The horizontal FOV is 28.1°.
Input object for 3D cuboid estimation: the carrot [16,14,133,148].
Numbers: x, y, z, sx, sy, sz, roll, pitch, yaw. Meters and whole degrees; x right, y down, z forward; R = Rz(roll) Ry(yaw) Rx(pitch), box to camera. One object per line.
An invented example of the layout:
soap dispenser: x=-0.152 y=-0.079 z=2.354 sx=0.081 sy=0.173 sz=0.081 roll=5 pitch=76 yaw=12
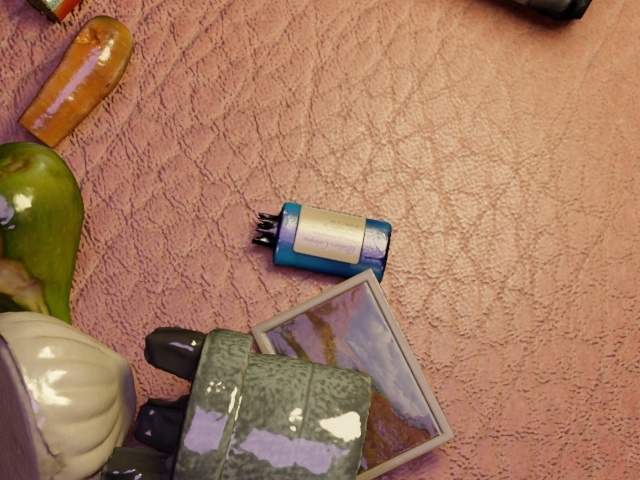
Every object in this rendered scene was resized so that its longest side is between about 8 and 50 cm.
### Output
carrot: x=-0.322 y=-0.211 z=1.713 sx=0.087 sy=0.087 sz=0.193 roll=30 pitch=78 yaw=2

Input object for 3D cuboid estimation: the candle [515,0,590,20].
candle: x=0.253 y=-0.452 z=1.753 sx=0.342 sy=0.221 sz=0.221 roll=25 pitch=76 yaw=3

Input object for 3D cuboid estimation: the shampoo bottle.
shampoo bottle: x=0.000 y=0.000 z=1.708 sx=0.182 sy=0.050 sz=0.087 roll=11 pitch=83 yaw=-3

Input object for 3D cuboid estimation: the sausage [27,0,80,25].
sausage: x=-0.303 y=-0.414 z=1.766 sx=0.083 sy=0.083 sz=0.264 roll=38 pitch=75 yaw=4

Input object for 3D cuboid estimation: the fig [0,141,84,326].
fig: x=-0.379 y=0.022 z=1.622 sx=0.206 sy=0.206 sz=0.275 roll=-26 pitch=114 yaw=-10

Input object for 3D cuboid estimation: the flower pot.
flower pot: x=-0.102 y=0.262 z=1.523 sx=0.282 sy=0.299 sz=0.299 roll=15 pitch=76 yaw=-1

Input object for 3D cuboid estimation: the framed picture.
framed picture: x=0.041 y=0.186 z=1.666 sx=0.184 sy=0.016 sz=0.250 roll=-26 pitch=81 yaw=4

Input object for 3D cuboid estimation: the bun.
bun: x=-0.308 y=0.199 z=1.548 sx=0.175 sy=0.263 sz=0.263 roll=-13 pitch=78 yaw=-29
